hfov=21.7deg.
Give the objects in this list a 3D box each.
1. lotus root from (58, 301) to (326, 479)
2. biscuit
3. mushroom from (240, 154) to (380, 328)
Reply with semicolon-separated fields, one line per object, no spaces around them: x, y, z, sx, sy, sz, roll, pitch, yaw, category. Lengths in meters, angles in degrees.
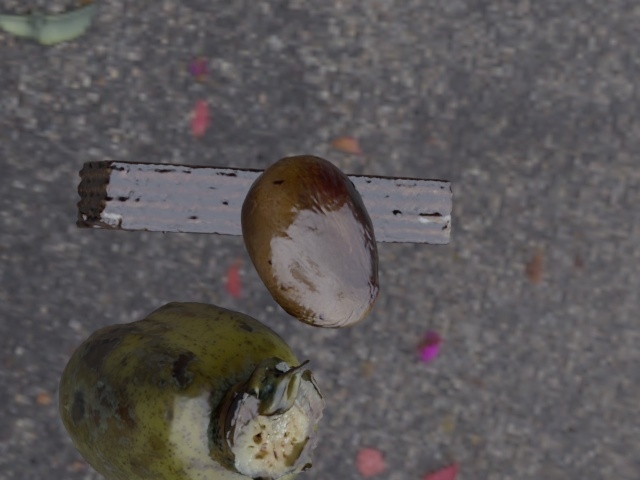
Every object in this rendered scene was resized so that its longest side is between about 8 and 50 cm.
-0.078;0.119;1.140;0.154;0.278;0.154;0;90;-34;lotus root
-0.055;-0.037;1.698;0.388;0.107;0.073;2;90;-22;biscuit
0.000;0.000;1.130;0.123;0.052;0.123;23;55;-39;mushroom
